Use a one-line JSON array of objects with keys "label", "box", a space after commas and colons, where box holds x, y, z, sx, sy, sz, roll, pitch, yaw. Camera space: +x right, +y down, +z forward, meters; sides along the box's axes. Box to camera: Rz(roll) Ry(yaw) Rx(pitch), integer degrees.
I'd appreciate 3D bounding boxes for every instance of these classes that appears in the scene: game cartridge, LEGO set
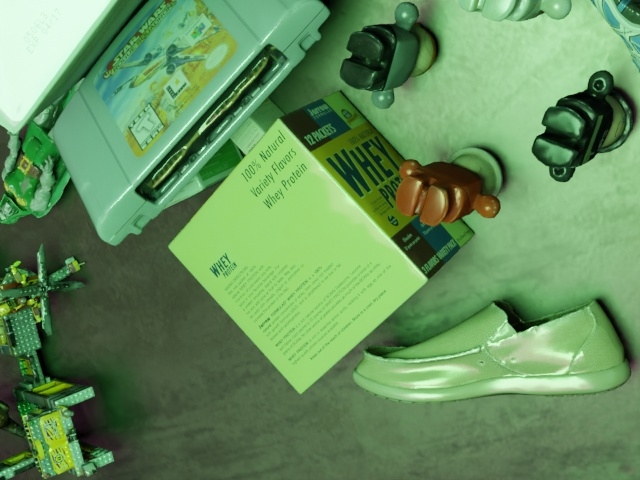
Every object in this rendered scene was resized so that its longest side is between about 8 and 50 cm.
[{"label": "game cartridge", "box": [-0.138, -0.158, 1.016, 0.297, 0.062, 0.198, -46, 49, 10]}, {"label": "LEGO set", "box": [-0.388, 0.179, 1.240, 0.192, 0.255, 0.331, -3, 96, 56]}]

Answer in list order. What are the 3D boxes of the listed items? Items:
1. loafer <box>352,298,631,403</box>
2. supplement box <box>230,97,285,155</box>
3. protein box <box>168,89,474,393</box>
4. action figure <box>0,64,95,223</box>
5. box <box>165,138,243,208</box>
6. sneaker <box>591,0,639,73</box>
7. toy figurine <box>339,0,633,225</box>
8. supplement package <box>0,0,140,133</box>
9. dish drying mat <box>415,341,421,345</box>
[{"label": "loafer", "box": [0.162, 0.105, 1.030, 0.268, 0.102, 0.092, -5, 91, 15]}, {"label": "supplement box", "box": [-0.078, -0.132, 1.086, 0.098, 0.062, 0.036, 47, 121, 6]}, {"label": "protein box", "box": [0.000, 0.000, 1.049, 0.201, 0.136, 0.200, 47, 122, 4]}, {"label": "action figure", "box": [-0.319, -0.109, 1.216, 0.137, 0.063, 0.232, 42, 118, 22]}, {"label": "box", "box": [-0.154, -0.086, 1.118, 0.102, 0.101, 0.087, -24, 96, 30]}, {"label": "sneaker", "box": [0.275, -0.174, 0.872, 0.211, 0.080, 0.081, 48, 156, 7]}, {"label": "toy figurine", "box": [0.146, -0.133, 0.930, 0.213, 0.148, 0.209, -27, 88, 34]}, {"label": "supplement package", "box": [-0.265, -0.244, 0.965, 0.175, 0.293, 0.177, 38, 103, -12]}, {"label": "dish drying mat", "box": [0.138, 0.130, 1.100, 0.083, 0.008, 0.032, 14, 112, 22]}]
